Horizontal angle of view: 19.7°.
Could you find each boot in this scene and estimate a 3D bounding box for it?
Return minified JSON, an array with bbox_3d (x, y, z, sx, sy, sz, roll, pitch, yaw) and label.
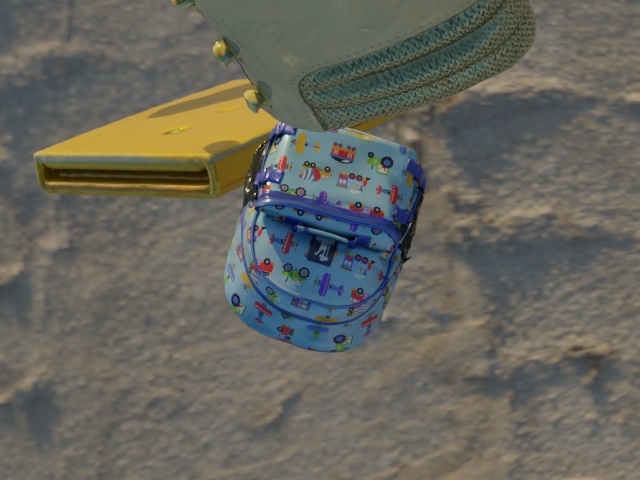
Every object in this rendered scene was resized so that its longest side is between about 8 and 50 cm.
[{"bbox_3d":[-0.064,-0.122,0.669,0.262,0.203,0.095,-3,59,19],"label":"boot"}]

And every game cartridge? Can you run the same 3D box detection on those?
[{"bbox_3d":[-0.094,-0.116,1.957,0.285,0.323,0.053,3,110,45],"label":"game cartridge"}]

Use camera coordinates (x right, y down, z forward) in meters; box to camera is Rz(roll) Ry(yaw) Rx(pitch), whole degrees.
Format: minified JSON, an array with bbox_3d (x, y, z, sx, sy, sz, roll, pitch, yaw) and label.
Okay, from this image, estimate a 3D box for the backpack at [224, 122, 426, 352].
[{"bbox_3d":[0.000,0.000,1.579,0.158,0.117,0.173,20,62,-2],"label":"backpack"}]
